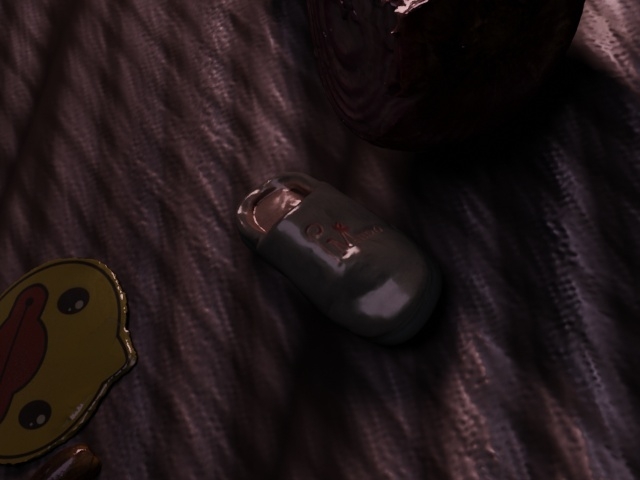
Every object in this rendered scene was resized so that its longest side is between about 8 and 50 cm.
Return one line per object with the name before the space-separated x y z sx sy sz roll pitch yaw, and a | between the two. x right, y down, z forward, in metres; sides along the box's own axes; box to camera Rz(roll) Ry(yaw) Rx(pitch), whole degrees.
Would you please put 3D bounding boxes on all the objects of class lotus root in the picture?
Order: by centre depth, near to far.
lotus root | -0.243 0.223 1.118 0.083 0.030 0.037 -43 50 1

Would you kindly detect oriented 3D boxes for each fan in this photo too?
fan | -0.324 0.119 1.245 0.335 0.011 0.230 -2 61 30

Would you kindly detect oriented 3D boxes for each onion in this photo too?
onion | 0.110 -0.206 1.050 0.256 0.230 0.272 -18 43 9

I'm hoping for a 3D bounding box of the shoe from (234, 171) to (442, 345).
shoe | 0.000 0.000 1.071 0.103 0.100 0.251 -51 47 -8
